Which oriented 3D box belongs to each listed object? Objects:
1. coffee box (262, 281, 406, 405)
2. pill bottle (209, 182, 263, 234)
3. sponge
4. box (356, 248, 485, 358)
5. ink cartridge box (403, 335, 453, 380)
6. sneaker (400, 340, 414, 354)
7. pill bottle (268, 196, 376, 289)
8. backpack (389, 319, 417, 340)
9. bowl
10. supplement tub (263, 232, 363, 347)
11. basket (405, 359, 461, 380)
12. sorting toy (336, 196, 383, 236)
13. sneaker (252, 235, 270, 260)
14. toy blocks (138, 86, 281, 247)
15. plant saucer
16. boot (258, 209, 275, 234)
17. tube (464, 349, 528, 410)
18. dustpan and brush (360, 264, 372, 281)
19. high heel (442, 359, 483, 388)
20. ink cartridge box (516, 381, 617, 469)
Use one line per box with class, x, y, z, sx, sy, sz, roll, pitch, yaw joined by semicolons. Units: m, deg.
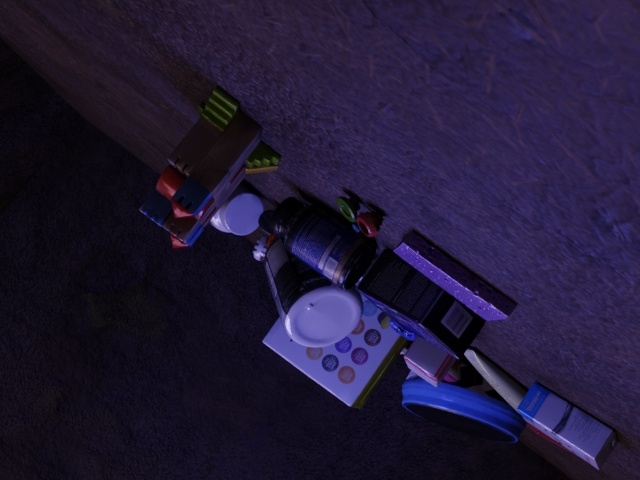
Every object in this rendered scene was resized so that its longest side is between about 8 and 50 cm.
coffee box;0.079;0.301;1.975;0.334;0.337;0.338;34;171;17
pill bottle;-0.284;-0.110;1.829;0.153;0.153;0.265;43;170;-37
sponge;0.223;0.063;1.058;0.210;0.031;0.117;37;172;5
box;0.199;0.122;1.235;0.153;0.108;0.207;41;171;-34
ink cartridge box;0.273;0.241;1.421;0.092;0.158;0.218;32;171;20
sneaker;0.326;0.390;2.387;0.272;0.100;0.108;19;147;56
pill bottle;0.000;0.000;1.336;0.219;0.122;0.123;35;172;19
backpack;0.218;0.187;1.578;0.120;0.101;0.098;38;167;20
bowl;0.439;0.536;1.938;0.391;0.077;0.391;18;159;7
supplement tub;-0.029;0.092;1.517;0.193;0.194;0.316;42;-166;-34
basket;0.390;0.447;2.126;0.103;0.167;0.113;34;173;-12
sorting toy;0.074;-0.045;1.076;0.102;0.042;0.061;46;163;32
sneaker;-0.070;0.061;1.927;0.163;0.106;0.281;22;-171;33
toy blocks;-0.232;-0.110;1.195;0.191;0.260;0.381;37;172;-3
plant saucer;0.680;0.563;1.956;0.258;0.047;0.259;38;173;-10
boot;-0.064;-0.007;1.771;0.236;0.085;0.178;32;179;0
tube;0.485;0.376;1.702;0.240;0.062;0.070;42;128;-4
dustpan and brush;0.102;0.078;1.579;0.147;0.060;0.211;35;172;14
high heel;0.348;0.396;1.889;0.181;0.127;0.377;-19;141;28
ink cartridge box;0.593;0.445;1.491;0.203;0.086;0.148;32;171;38
